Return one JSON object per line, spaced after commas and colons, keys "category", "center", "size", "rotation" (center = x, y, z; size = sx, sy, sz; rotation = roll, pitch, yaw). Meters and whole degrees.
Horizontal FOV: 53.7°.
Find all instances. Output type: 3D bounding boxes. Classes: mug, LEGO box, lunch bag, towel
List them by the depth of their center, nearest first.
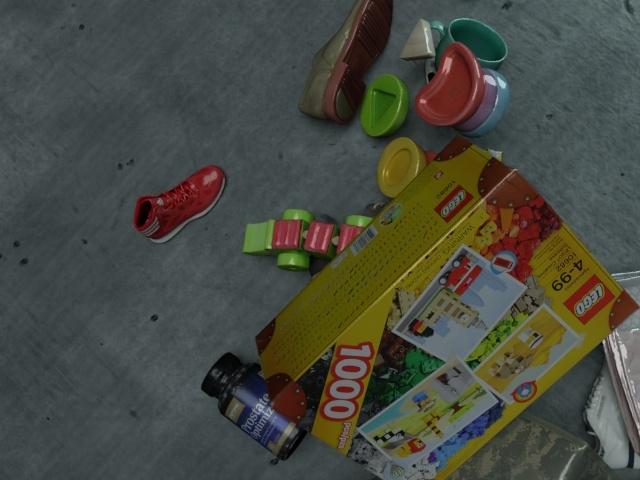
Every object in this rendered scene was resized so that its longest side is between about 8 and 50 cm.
{"category": "LEGO box", "center": [0.199, 0.141, 1.060], "size": [0.372, 0.193, 0.500], "rotation": [39, 101, -26]}
{"category": "lunch bag", "center": [0.320, 0.416, 1.107], "size": [0.169, 0.287, 0.235], "rotation": [44, 79, -29]}
{"category": "towel", "center": [0.668, 0.195, 1.122], "size": [0.332, 0.053, 0.316], "rotation": [-9, 78, -10]}
{"category": "mug", "center": [0.291, -0.382, 1.297], "size": [0.130, 0.097, 0.157], "rotation": [-25, 67, -32]}

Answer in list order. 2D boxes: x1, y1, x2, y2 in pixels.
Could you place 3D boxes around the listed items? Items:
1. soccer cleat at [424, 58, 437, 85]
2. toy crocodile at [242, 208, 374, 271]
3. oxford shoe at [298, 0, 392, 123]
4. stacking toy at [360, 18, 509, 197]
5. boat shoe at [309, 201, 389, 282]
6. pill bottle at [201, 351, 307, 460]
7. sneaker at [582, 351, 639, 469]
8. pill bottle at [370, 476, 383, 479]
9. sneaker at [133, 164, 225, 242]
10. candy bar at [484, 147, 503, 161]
{"category": "soccer cleat", "center": [0.236, -0.360, 1.345], "size": [0.029, 0.035, 0.083], "rotation": [0, 81, 10]}
{"category": "toy crocodile", "center": [0.000, 0.000, 1.193], "size": [0.341, 0.105, 0.115], "rotation": [5, 76, 25]}
{"category": "oxford shoe", "center": [0.050, -0.415, 1.347], "size": [0.130, 0.123, 0.348], "rotation": [13, 71, 35]}
{"category": "stacking toy", "center": [0.225, -0.254, 1.262], "size": [0.309, 0.131, 0.279], "rotation": [-52, 43, 35]}
{"category": "boat shoe", "center": [0.126, -0.017, 1.261], "size": [0.356, 0.132, 0.130], "rotation": [-25, 76, 5]}
{"category": "pill bottle", "center": [-0.123, 0.322, 1.254], "size": [0.219, 0.123, 0.122], "rotation": [33, 88, 13]}
{"category": "sneaker", "center": [0.534, 0.301, 1.167], "size": [0.095, 0.090, 0.234], "rotation": [-2, 79, 19]}
{"category": "pill bottle", "center": [0.149, 0.636, 1.106], "size": [0.224, 0.224, 0.392], "rotation": [-33, 78, 3]}
{"category": "sneaker", "center": [-0.302, -0.085, 1.346], "size": [0.087, 0.128, 0.221], "rotation": [43, 90, 13]}
{"category": "candy bar", "center": [0.349, -0.112, 1.295], "size": [0.040, 0.018, 0.161], "rotation": [6, 82, 7]}
